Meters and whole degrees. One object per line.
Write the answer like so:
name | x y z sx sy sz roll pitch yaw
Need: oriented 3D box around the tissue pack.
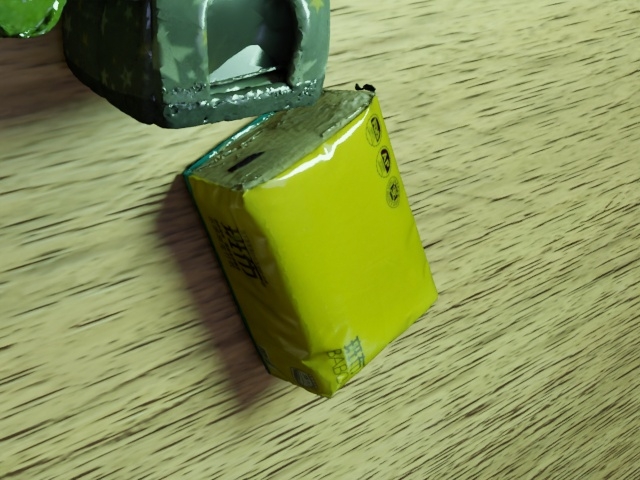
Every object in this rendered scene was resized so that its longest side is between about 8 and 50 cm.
tissue pack | 0.000 0.000 1.077 0.192 0.134 0.271 -41 128 -27

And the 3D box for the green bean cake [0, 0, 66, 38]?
green bean cake | -0.265 -0.284 0.704 0.247 0.156 0.250 24 83 -43

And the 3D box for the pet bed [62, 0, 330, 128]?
pet bed | -0.100 -0.199 0.843 0.183 0.211 0.159 -12 118 -28
